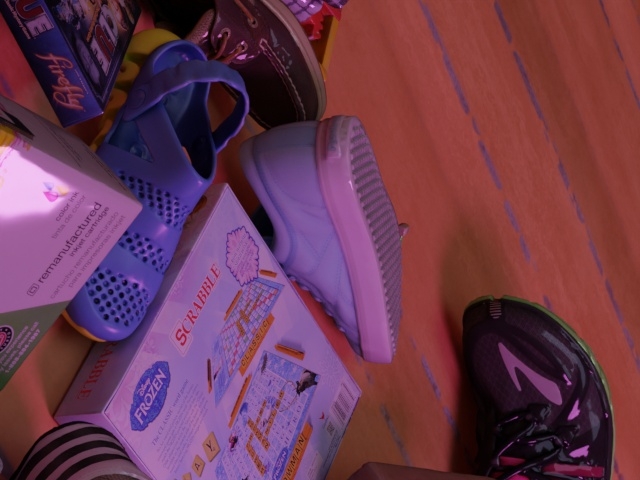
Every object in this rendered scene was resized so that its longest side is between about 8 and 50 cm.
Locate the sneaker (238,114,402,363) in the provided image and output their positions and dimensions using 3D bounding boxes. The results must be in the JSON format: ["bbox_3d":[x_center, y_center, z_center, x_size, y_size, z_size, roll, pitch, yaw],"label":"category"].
[{"bbox_3d":[0.000,0.000,1.921,0.366,0.150,0.135,75,21,-44],"label":"sneaker"}]

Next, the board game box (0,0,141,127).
[{"bbox_3d":[-0.232,-0.227,1.606,0.243,0.042,0.165,-85,152,-61],"label":"board game box"}]

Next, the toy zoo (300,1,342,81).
[{"bbox_3d":[-0.035,-0.314,2.026,0.192,0.030,0.293,45,47,-43],"label":"toy zoo"}]

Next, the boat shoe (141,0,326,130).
[{"bbox_3d":[-0.121,-0.225,1.793,0.342,0.123,0.123,57,44,-27],"label":"boat shoe"}]

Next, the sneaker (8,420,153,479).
[{"bbox_3d":[-0.145,0.329,1.523,0.257,0.169,0.447,-127,-160,-50],"label":"sneaker"}]

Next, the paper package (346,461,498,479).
[{"bbox_3d":[0.150,0.410,1.873,0.309,0.168,0.325,17,31,-53],"label":"paper package"}]

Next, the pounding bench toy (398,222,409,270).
[{"bbox_3d":[0.071,0.018,2.059,0.052,0.083,0.065,-24,102,-57],"label":"pounding bench toy"}]

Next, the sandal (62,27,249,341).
[{"bbox_3d":[-0.158,-0.058,1.642,0.126,0.138,0.317,29,70,-44],"label":"sandal"}]

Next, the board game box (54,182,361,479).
[{"bbox_3d":[-0.099,0.164,1.771,0.318,0.066,0.318,59,38,-31],"label":"board game box"}]

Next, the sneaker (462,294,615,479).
[{"bbox_3d":[0.272,0.302,2.211,0.202,0.185,0.482,-20,98,-61],"label":"sneaker"}]

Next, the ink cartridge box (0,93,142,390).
[{"bbox_3d":[-0.307,-0.024,1.354,0.201,0.117,0.278,-52,142,6],"label":"ink cartridge box"}]

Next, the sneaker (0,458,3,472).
[{"bbox_3d":[-0.360,0.155,1.295,0.153,0.101,0.268,-48,142,0],"label":"sneaker"}]

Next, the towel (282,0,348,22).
[{"bbox_3d":[-0.041,-0.416,1.914,0.235,0.121,0.283,32,55,-36],"label":"towel"}]
